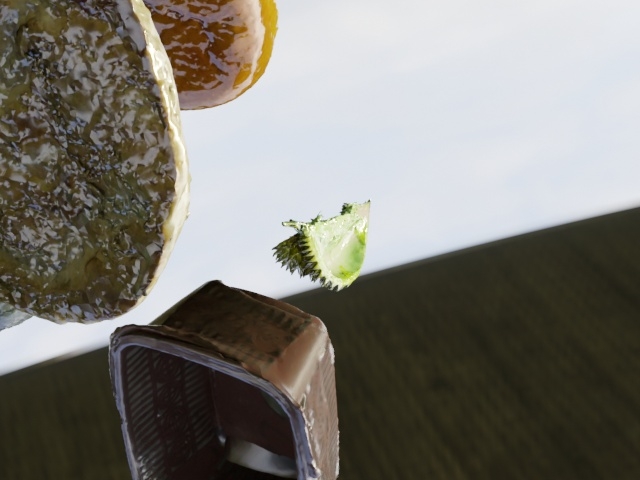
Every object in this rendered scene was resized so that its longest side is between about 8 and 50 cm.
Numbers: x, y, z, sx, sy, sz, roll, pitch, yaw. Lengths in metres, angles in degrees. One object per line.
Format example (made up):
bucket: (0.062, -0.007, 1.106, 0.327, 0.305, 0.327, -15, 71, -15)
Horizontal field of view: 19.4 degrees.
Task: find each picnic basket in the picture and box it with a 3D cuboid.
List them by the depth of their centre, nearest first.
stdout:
picnic basket: (-0.071, 0.170, 1.771, 0.223, 0.296, 0.129, 19, -134, 24)

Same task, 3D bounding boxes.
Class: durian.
durian: (0.000, 0.000, 2.136, 0.086, 0.100, 0.215, 23, -162, 20)

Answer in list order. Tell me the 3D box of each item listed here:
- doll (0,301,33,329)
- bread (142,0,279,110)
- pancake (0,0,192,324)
doll: (-0.377, 0.049, 1.664, 0.246, 0.158, 0.340, -39, -167, -29)
bread: (-0.178, -0.305, 2.032, 0.236, 0.388, 0.183, -23, -131, 9)
pancake: (-0.244, -0.100, 1.445, 0.356, 0.356, 0.065, -4, -156, 32)
